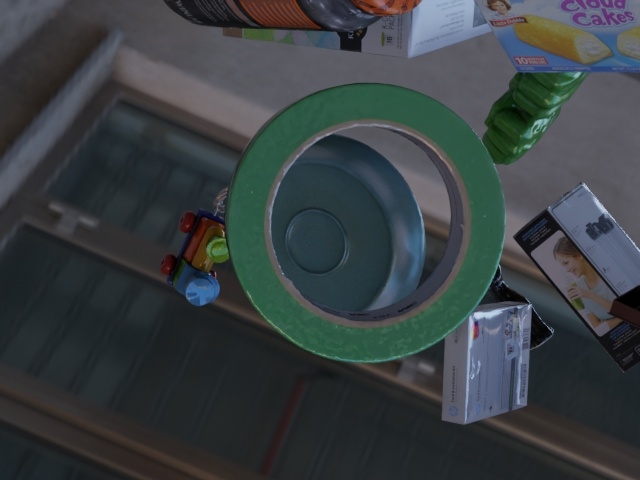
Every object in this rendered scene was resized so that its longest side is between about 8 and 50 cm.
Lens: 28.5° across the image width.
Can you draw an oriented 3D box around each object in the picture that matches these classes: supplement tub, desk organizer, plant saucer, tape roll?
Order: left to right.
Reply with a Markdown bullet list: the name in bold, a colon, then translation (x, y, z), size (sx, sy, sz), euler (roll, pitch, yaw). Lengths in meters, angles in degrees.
- **supplement tub**: translation (-0.035, -0.362, 1.547), size (0.207, 0.338, 0.207), euler (-14, 108, -48)
- **plant saucer**: translation (0.000, 0.000, 1.873), size (0.043, 0.317, 0.318), euler (-27, 143, -64)
- **tape roll**: translation (0.050, -0.021, 1.459), size (0.077, 0.321, 0.321), euler (-144, -103, -81)
- **desk organizer**: translation (0.468, 0.102, 1.758), size (0.130, 0.047, 0.050), euler (28, -75, 54)

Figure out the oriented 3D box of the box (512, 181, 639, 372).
- **box**: translation (0.469, 0.056, 2.095), size (0.087, 0.290, 0.169), euler (-43, 173, 37)

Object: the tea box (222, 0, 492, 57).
- **tea box**: translation (0.072, -0.411, 1.856), size (0.329, 0.323, 0.220), euler (-27, 122, -54)

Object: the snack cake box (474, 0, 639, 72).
- **snack cake box**: translation (0.327, -0.272, 1.453), size (0.152, 0.264, 0.089), euler (44, 61, -46)

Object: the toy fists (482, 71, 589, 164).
- **toy fists**: translation (0.348, -0.230, 2.045), size (0.142, 0.096, 0.279), euler (-47, 173, -37)

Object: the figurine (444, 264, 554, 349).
- **figurine**: translation (0.295, 0.149, 2.362), size (0.215, 0.209, 0.092), euler (-35, 180, -19)

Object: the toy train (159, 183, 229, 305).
- **toy train**: translation (-0.191, -0.008, 2.259), size (0.248, 0.105, 0.143), euler (-64, -158, 9)

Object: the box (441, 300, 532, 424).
- **box**: translation (0.222, 0.158, 1.665), size (0.186, 0.038, 0.145), euler (-3, 96, -57)
